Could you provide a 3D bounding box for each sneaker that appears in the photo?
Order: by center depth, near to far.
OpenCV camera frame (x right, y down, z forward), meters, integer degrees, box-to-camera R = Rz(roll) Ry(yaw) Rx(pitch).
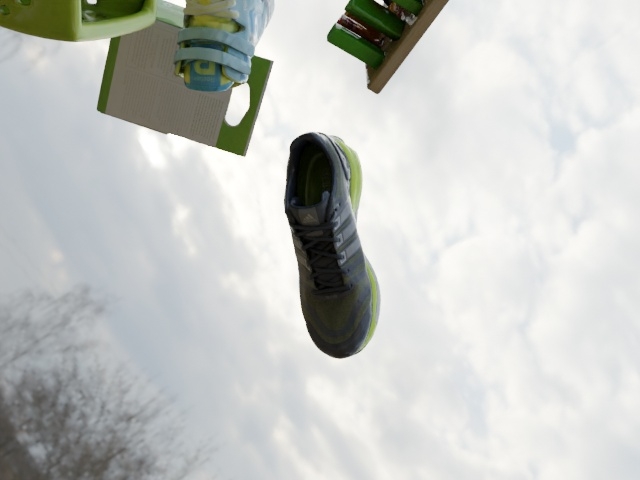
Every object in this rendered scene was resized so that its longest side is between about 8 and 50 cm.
[{"bbox_3d":[0.000,0.000,1.229,0.121,0.111,0.300,26,52,-67],"label":"sneaker"},{"bbox_3d":[-0.144,-0.324,1.324,0.127,0.208,0.319,8,-24,15],"label":"sneaker"}]

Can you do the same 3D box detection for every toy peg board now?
[{"bbox_3d":[0.073,-0.274,1.078,0.079,0.161,0.160,28,30,-18],"label":"toy peg board"}]

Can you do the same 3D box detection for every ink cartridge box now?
[{"bbox_3d":[-0.213,-0.266,1.584,0.255,0.097,0.189,18,-58,-3],"label":"ink cartridge box"}]

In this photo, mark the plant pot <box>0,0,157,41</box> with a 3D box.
[{"bbox_3d":[-0.305,-0.336,1.030,0.227,0.207,0.228,-56,150,-70],"label":"plant pot"}]
